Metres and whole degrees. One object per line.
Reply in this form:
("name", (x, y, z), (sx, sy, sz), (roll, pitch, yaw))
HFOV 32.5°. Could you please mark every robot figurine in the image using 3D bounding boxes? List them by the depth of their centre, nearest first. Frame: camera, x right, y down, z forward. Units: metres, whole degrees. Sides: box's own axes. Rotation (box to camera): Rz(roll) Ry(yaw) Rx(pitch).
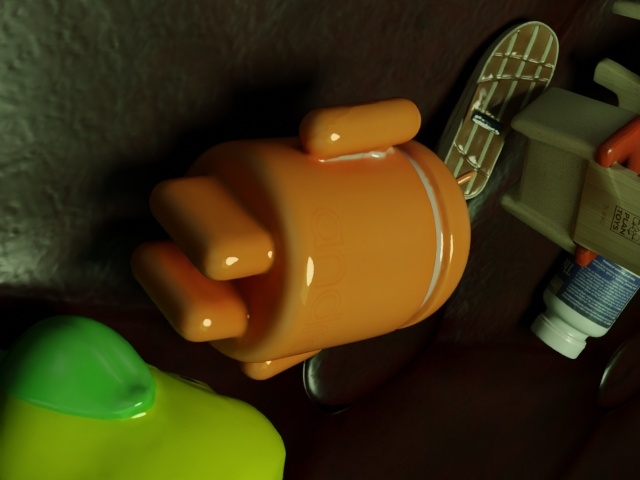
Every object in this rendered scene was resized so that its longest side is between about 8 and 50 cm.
("robot figurine", (-0.001, 0.001, 0.650), (0.219, 0.128, 0.158), (-9, 94, -40))

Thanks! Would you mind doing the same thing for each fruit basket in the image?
("fruit basket", (-0.056, 0.206, 0.666), (0.283, 0.392, 0.392), (-12, 131, -39))

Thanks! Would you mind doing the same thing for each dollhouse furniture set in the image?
("dollhouse furniture set", (0.256, -0.082, 0.783), (0.259, 0.135, 0.262), (-37, 143, -35))

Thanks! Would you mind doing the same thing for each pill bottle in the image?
("pill bottle", (0.241, 0.043, 0.981), (0.067, 0.067, 0.120), (17, 110, -51))

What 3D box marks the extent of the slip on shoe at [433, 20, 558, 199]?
("slip on shoe", (0.116, -0.090, 0.758), (0.051, 0.041, 0.135), (27, 87, -17))
